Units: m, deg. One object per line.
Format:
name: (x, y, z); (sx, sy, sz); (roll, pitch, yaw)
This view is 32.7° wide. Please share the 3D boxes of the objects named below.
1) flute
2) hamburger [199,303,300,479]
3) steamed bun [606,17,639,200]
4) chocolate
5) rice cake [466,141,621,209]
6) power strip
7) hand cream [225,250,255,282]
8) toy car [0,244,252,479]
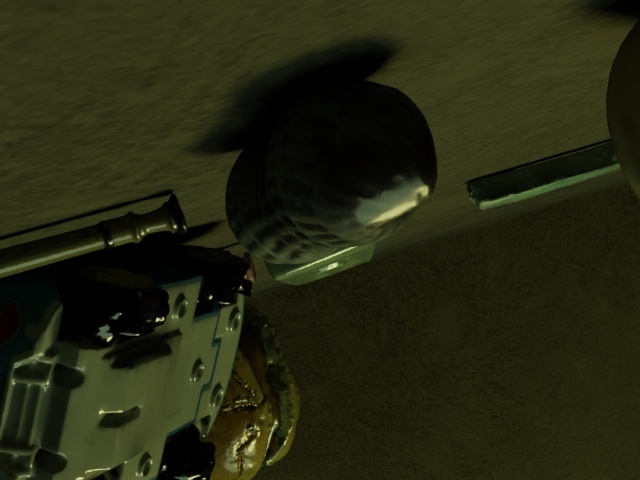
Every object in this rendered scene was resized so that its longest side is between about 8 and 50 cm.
flute: (-0.191, 0.015, 0.614); (0.233, 0.027, 0.027); (-16, 176, -10)
hamburger: (-0.179, 0.184, 1.296); (0.285, 0.265, 0.134); (-22, 180, 28)
steamed bun: (0.261, -0.056, 0.503); (0.200, 0.170, 0.225); (-26, 173, 36)
chocolate: (0.001, -0.028, 0.498); (0.072, 0.072, 0.167); (-16, 178, -19)
rice cake: (0.265, -0.077, 1.217); (0.211, 0.034, 0.043); (-16, 168, -7)
power strip: (0.000, 0.000, 0.956); (0.091, 0.062, 0.385); (-20, 177, 1)
hand cream: (-0.170, 0.048, 1.108); (0.210, 0.043, 0.067); (-12, 174, 2)
toy car: (-0.166, 0.095, 0.826); (0.166, 0.198, 0.314); (17, -170, 16)
